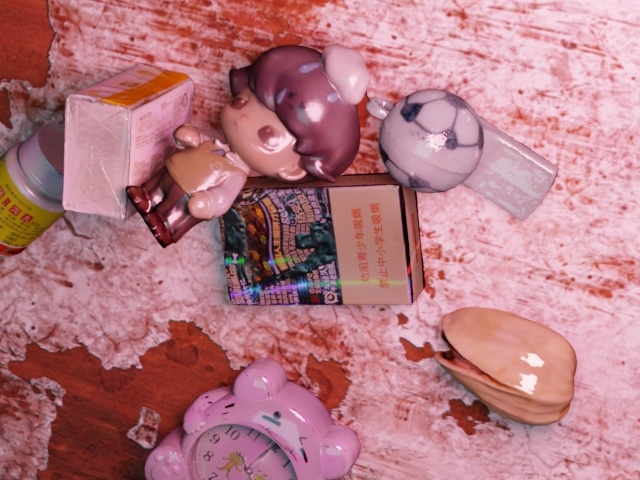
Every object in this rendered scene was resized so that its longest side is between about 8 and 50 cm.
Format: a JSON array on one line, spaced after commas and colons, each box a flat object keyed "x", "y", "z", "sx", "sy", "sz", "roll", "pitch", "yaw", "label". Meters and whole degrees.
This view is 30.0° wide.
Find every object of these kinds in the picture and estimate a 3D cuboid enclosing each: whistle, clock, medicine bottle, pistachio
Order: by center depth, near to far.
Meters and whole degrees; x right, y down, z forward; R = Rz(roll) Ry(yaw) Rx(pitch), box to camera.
[{"x": 0.189, "y": -0.124, "z": 1.713, "sx": 0.290, "sy": 0.163, "sz": 0.163, "roll": 33, "pitch": 117, "yaw": 7, "label": "whistle"}, {"x": 0.278, "y": 0.187, "z": 1.797, "sx": 0.229, "sy": 0.157, "sz": 0.157, "roll": 24, "pitch": 116, "yaw": 24, "label": "pistachio"}, {"x": -0.488, "y": -0.083, "z": 1.988, "sx": 0.225, "sy": 0.139, "sz": 0.139, "roll": -37, "pitch": 93, "yaw": 27, "label": "medicine bottle"}, {"x": -0.110, "y": 0.376, "z": 2.030, "sx": 0.295, "sy": 0.113, "sz": 0.322, "roll": 43, "pitch": 116, "yaw": 2, "label": "clock"}]

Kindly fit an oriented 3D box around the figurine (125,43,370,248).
[{"x": -0.112, "y": -0.151, "z": 1.730, "sx": 0.365, "sy": 0.218, "sz": 0.206, "roll": -25, "pitch": 126, "yaw": -15, "label": "figurine"}]

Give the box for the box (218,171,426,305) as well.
[{"x": 0.000, "y": 0.000, "z": 1.868, "sx": 0.310, "sy": 0.084, "sz": 0.198, "roll": -1, "pitch": 109, "yaw": 20, "label": "box"}]

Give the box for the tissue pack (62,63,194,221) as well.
[{"x": -0.295, "y": -0.157, "z": 1.842, "sx": 0.124, "sy": 0.225, "sz": 0.185, "roll": 12, "pitch": 113, "yaw": 15, "label": "tissue pack"}]
